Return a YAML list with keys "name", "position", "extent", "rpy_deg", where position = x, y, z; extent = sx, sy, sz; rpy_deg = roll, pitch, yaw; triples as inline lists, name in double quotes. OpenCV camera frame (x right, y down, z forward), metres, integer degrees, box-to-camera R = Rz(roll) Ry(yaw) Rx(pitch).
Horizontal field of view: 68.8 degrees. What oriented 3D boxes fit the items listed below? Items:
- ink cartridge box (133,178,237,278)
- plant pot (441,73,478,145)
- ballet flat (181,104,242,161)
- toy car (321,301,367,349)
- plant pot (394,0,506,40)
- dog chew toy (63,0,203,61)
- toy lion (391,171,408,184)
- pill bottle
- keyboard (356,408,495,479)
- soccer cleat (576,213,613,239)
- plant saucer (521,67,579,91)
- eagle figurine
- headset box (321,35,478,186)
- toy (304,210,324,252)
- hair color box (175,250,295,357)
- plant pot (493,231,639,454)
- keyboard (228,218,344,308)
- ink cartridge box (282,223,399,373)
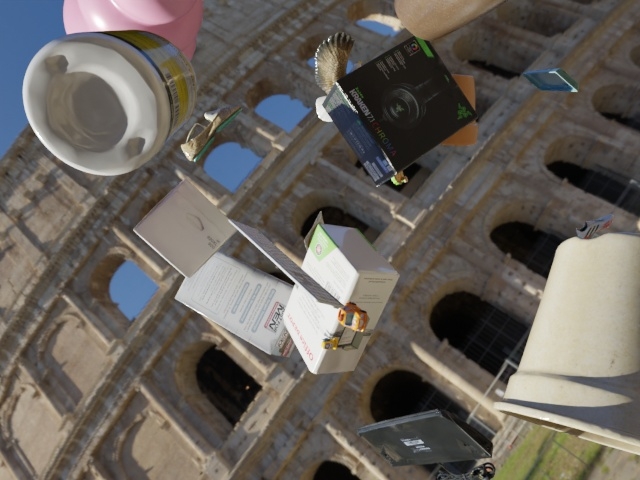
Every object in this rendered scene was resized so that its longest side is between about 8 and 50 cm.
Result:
- name: "ink cartridge box"
  position: [-0.337, -0.027, 1.161]
  extent: [0.168, 0.171, 0.232]
  rpy_deg: [-49, 14, -13]
- name: "plant pot"
  position: [0.373, -0.432, 1.505]
  extent: [0.291, 0.291, 0.203]
  rpy_deg: [-21, -57, -50]
- name: "ballet flat"
  position: [-0.303, -0.308, 1.274]
  extent: [0.206, 0.067, 0.073]
  rpy_deg: [-47, 9, 0]
- name: "toy car"
  position: [0.036, 0.157, 0.789]
  extent: [0.040, 0.060, 0.122]
  rpy_deg: [3, -57, -31]
- name: "plant pot"
  position: [0.230, -0.444, 0.754]
  extent: [0.215, 0.215, 0.230]
  rpy_deg: [-37, 0, -34]
- name: "dog chew toy"
  position: [-0.274, -0.359, 0.710]
  extent: [0.206, 0.332, 0.207]
  rpy_deg: [0, -90, -28]
- name: "toy lion"
  position: [0.279, -0.250, 1.706]
  extent: [0.096, 0.034, 0.100]
  rpy_deg: [12, -113, -50]
- name: "pill bottle"
  position: [-0.194, -0.151, 0.480]
  extent: [0.208, 0.119, 0.119]
  rpy_deg: [-100, 32, -65]
- name: "keyboard"
  position: [0.218, 0.416, 0.927]
  extent: [0.033, 0.201, 0.317]
  rpy_deg: [-49, 2, -37]
- name: "soccer cleat"
  position: [0.622, -0.036, 1.061]
  extent: [0.083, 0.035, 0.029]
  rpy_deg: [-39, 18, 22]
- name: "plant saucer"
  position: [0.520, -0.365, 1.060]
  extent: [0.018, 0.067, 0.192]
  rpy_deg: [-52, 9, 15]
- name: "eagle figurine"
  position: [0.092, -0.573, 1.686]
  extent: [0.298, 0.226, 0.225]
  rpy_deg: [66, -156, -85]
- name: "headset box"
  position: [0.194, -0.313, 1.110]
  extent: [0.283, 0.246, 0.131]
  rpy_deg: [-34, 2, -17]
- name: "toy"
  position: [0.000, 0.000, 1.843]
  extent: [0.137, 0.056, 0.237]
  rpy_deg: [-62, -13, -20]
- name: "hair color box"
  position: [-0.217, 0.165, 1.338]
  extent: [0.185, 0.374, 0.113]
  rpy_deg: [-64, -29, -7]
- name: "plant pot"
  position: [0.477, 0.165, 0.743]
  extent: [0.334, 0.333, 0.305]
  rpy_deg: [50, -126, -64]
- name: "keyboard"
  position: [-0.062, 0.032, 0.762]
  extent: [0.014, 0.256, 0.072]
  rpy_deg: [-55, -39, 3]
- name: "ink cartridge box"
  position: [0.034, 0.130, 1.050]
  extent: [0.114, 0.198, 0.273]
  rpy_deg: [5, -61, -31]
